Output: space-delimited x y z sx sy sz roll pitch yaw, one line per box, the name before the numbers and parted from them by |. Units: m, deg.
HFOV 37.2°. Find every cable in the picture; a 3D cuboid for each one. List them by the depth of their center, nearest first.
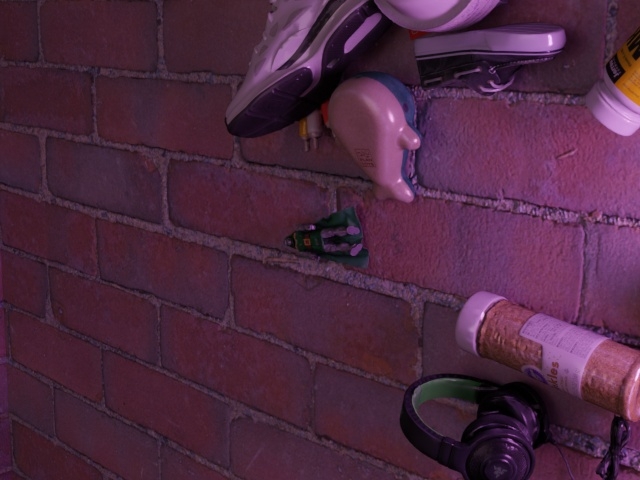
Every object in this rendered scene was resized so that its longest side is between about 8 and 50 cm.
cable | -0.015 -0.340 2.027 0.139 0.072 0.287 -20 85 43

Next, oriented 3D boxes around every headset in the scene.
headset | 0.339 0.327 1.692 0.394 0.243 0.185 19 117 19

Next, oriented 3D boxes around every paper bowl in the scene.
paper bowl | 0.188 -0.509 1.659 0.284 0.148 0.284 12 107 43

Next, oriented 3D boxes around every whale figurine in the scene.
whale figurine | 0.127 -0.209 1.892 0.216 0.141 0.272 4 125 45

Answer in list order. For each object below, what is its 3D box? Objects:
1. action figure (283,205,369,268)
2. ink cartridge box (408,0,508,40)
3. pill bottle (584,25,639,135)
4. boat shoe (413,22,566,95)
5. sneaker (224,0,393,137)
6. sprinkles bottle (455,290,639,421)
action figure | 0.000 0.000 2.088 0.232 0.063 0.137 -3 99 49
ink cartridge box | 0.215 -0.539 1.771 0.238 0.060 0.275 -13 88 44
pill bottle | 0.516 -0.268 1.472 0.119 0.119 0.208 56 130 23
boat shoe | 0.304 -0.319 1.697 0.335 0.121 0.119 10 112 55
sneaker | -0.063 -0.423 1.943 0.447 0.169 0.258 -40 66 27
sprinkles bottle | 0.409 0.196 1.664 0.355 0.121 0.121 21 112 41
